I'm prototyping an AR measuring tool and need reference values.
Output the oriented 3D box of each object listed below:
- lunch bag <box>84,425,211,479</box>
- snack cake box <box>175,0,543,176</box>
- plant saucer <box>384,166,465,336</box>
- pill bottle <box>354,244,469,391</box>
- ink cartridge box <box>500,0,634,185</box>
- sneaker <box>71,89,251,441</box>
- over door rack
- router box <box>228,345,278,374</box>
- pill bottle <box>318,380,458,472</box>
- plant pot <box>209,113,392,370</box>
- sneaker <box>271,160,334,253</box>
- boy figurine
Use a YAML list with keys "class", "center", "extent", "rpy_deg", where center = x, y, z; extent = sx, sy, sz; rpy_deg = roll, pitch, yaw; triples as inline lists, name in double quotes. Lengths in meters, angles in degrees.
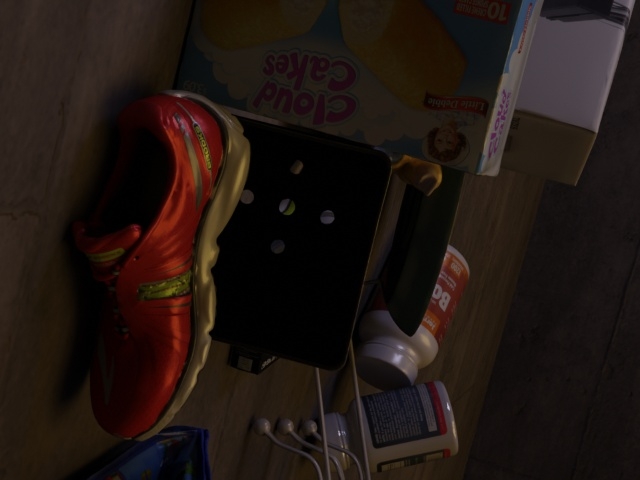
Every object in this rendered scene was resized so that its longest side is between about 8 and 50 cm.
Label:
- class: "lunch bag"
  center: [-0.172, 0.301, 1.150]
  extent: [0.293, 0.138, 0.221]
  rpy_deg: [-65, 170, -76]
- class: "snack cake box"
  center: [0.031, -0.157, 1.054]
  extent: [0.089, 0.264, 0.152]
  rpy_deg: [-9, 114, -72]
- class: "plant saucer"
  center: [0.133, -0.036, 1.664]
  extent: [0.317, 0.044, 0.317]
  rpy_deg: [-166, -90, -88]
- class: "pill bottle"
  center: [0.128, 0.109, 1.893]
  extent: [0.121, 0.121, 0.216]
  rpy_deg: [83, 28, -54]
- class: "ink cartridge box"
  center: [0.275, -0.241, 1.448]
  extent: [0.223, 0.129, 0.307]
  rpy_deg: [68, 38, -77]
- class: "sneaker"
  center: [-0.146, 0.019, 1.002]
  extent: [0.118, 0.107, 0.279]
  rpy_deg: [3, 101, -54]
- class: "over door rack"
  center: [0.001, 0.192, 1.625]
  extent: [0.239, 0.108, 0.324]
  rpy_deg: [30, 63, -74]
- class: "router box"
  center: [-0.053, 0.083, 1.422]
  extent: [0.122, 0.038, 0.092]
  rpy_deg: [-34, 137, -65]
- class: "pill bottle"
  center: [0.092, 0.263, 1.802]
  extent: [0.108, 0.180, 0.108]
  rpy_deg: [169, -90, -87]
- class: "plant pot"
  center: [-0.042, -0.018, 1.139]
  extent: [0.167, 0.187, 0.188]
  rpy_deg: [-60, 163, -76]
- class: "sneaker"
  center: [0.000, 0.000, 1.364]
  extent: [0.300, 0.121, 0.111]
  rpy_deg: [-53, 155, -50]
- class: "boy figurine"
  center: [0.085, -0.124, 1.445]
  extent: [0.092, 0.177, 0.285]
  rpy_deg: [-41, 163, 25]
